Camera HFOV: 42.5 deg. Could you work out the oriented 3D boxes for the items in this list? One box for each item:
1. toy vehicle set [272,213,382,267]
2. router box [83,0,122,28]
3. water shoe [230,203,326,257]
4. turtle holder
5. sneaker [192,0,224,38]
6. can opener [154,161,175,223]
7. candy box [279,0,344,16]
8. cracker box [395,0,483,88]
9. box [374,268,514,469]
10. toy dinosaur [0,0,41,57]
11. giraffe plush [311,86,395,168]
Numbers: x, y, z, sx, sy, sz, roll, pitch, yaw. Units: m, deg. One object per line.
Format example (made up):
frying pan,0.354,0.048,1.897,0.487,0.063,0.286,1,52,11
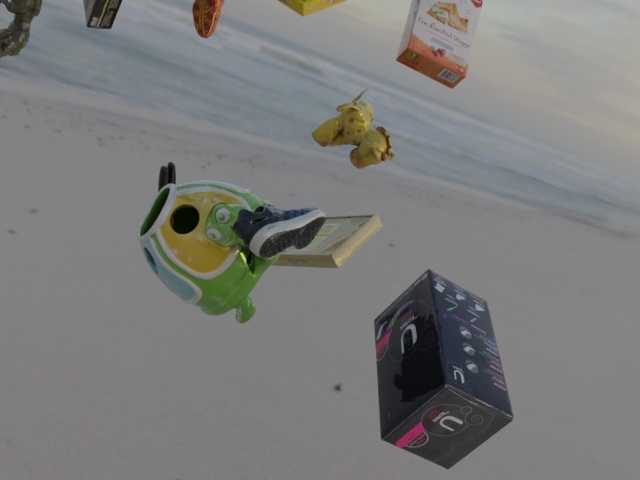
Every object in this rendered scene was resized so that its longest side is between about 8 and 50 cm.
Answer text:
toy vehicle set,0.000,0.000,1.922,0.166,0.035,0.267,-41,24,-31
router box,-0.305,-0.370,1.157,0.038,0.092,0.122,-3,-19,-28
water shoe,-0.059,-0.030,1.251,0.080,0.073,0.203,40,20,15
turtle holder,-0.194,0.012,1.455,0.227,0.243,0.320,31,11,-21
sneaker,-0.188,-0.455,1.502,0.064,0.175,0.067,22,14,34
can opener,-0.362,-0.101,1.945,0.073,0.186,0.059,17,28,15
candy box,-0.053,-0.444,1.393,0.105,0.027,0.206,-27,52,-31
cracker box,0.278,-0.488,1.906,0.156,0.232,0.067,23,-26,-15
box,0.195,0.209,1.370,0.143,0.165,0.270,28,33,-21
toy dinosaur,-0.401,-0.377,1.111,0.118,0.268,0.064,37,22,31
giraffe plush,0.108,-0.259,2.082,0.181,0.210,0.170,-30,83,-37
